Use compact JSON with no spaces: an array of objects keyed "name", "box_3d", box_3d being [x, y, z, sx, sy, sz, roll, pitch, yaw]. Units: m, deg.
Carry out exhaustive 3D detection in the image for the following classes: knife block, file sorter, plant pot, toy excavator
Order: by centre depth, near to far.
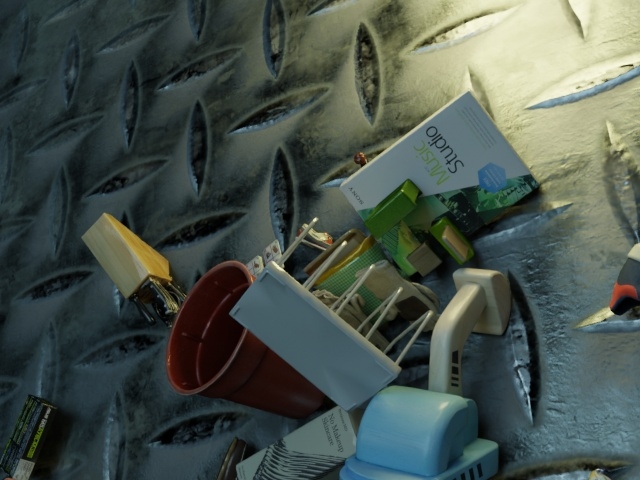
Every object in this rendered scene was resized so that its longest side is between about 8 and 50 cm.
[{"name":"toy excavator","box_3d":[0.205,0.291,1.598,0.222,0.433,0.445,6,100,37]},{"name":"file sorter","box_3d":[0.022,0.124,1.616,0.173,0.278,0.193,-51,1,-38]},{"name":"plant pot","box_3d":[-0.120,0.217,1.830,0.272,0.265,0.272,-32,42,35]},{"name":"knife block","box_3d":[-0.431,0.082,2.166,0.088,0.276,0.242,-45,21,8]}]

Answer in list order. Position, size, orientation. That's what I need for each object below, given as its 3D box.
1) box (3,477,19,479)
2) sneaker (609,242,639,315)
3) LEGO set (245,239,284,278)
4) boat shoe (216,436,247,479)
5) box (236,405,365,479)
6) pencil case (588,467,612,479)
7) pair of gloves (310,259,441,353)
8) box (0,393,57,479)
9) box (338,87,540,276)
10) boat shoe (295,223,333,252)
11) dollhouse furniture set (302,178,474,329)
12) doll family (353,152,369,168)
[{"name":"box","box_3d":[-0.666,0.675,2.094,0.127,0.148,0.232,-43,51,9]},{"name":"sneaker","box_3d":[0.618,0.141,1.477,0.350,0.131,0.148,35,97,46]},{"name":"LEGO set","box_3d":[-0.115,0.147,2.048,0.182,0.060,0.244,-39,49,29]},{"name":"boat shoe","box_3d":[-0.186,0.509,1.897,0.073,0.073,0.207,20,82,2]},{"name":"box","box_3d":[-0.024,0.430,1.797,0.275,0.094,0.113,-35,53,17]},{"name":"pencil case","box_3d":[0.386,0.489,1.462,0.273,0.124,0.113,-48,50,7]},{"name":"pair of gloves","box_3d":[0.106,0.129,1.768,0.240,0.204,0.042,-32,32,38]},{"name":"box","box_3d":[-0.710,0.477,2.247,0.184,0.045,0.190,-7,61,63]},{"name":"box","box_3d":[0.230,-0.110,1.818,0.322,0.058,0.232,-37,95,17]},{"name":"boat shoe","box_3d":[0.000,0.000,2.023,0.137,0.049,0.043,22,80,45]},{"name":"dollhouse furniture set","box_3d":[0.118,0.057,1.770,0.301,0.151,0.197,-41,94,18]},{"name":"doll family","box_3d":[0.116,-0.107,1.949,0.076,0.111,0.193,-45,50,9]}]
